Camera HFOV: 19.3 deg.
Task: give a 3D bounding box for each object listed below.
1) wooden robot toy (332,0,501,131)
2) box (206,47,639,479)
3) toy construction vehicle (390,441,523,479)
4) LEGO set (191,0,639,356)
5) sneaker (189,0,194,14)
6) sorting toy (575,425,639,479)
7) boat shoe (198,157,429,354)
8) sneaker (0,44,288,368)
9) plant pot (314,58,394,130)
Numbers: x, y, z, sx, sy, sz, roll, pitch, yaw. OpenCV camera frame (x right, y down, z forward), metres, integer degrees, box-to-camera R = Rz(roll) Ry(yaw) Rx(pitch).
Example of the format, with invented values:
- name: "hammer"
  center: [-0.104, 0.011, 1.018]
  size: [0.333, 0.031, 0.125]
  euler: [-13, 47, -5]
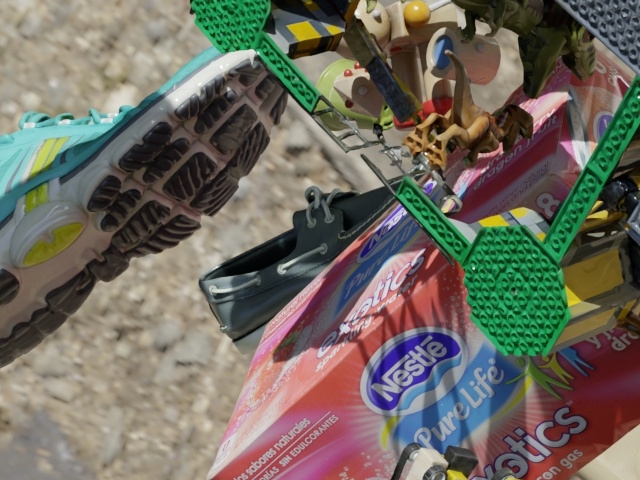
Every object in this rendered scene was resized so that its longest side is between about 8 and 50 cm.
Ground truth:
- name: "wooden robot toy"
  center: [0.040, -0.106, 1.023]
  size: [0.173, 0.079, 0.076]
  euler: [-22, 68, 52]
- name: "box"
  center: [0.090, 0.051, 1.058]
  size: [0.300, 0.142, 0.154]
  euler: [-44, 15, 34]
- name: "toy construction vehicle"
  center: [0.059, 0.128, 0.772]
  size: [0.086, 0.035, 0.098]
  euler: [42, 116, 54]
- name: "LEGO set"
  center: [0.113, -0.120, 0.884]
  size: [0.331, 0.192, 0.255]
  euler: [41, 130, 32]
- name: "sneaker"
  center: [-0.047, -0.220, 1.274]
  size: [0.170, 0.051, 0.089]
  euler: [-17, 56, 52]
- name: "sorting toy"
  center: [0.309, 0.132, 1.889]
  size: [0.307, 0.041, 0.229]
  euler: [40, 97, 21]
- name: "boat shoe"
  center: [0.000, 0.000, 1.928]
  size: [0.319, 0.116, 0.099]
  euler: [-37, 96, 30]
- name: "sneaker"
  center: [-0.143, -0.041, 1.105]
  size: [0.275, 0.107, 0.110]
  euler: [-35, 59, 0]
- name: "plant pot"
  center: [0.049, -0.156, 2.117]
  size: [0.079, 0.083, 0.083]
  euler: [19, 83, 44]
